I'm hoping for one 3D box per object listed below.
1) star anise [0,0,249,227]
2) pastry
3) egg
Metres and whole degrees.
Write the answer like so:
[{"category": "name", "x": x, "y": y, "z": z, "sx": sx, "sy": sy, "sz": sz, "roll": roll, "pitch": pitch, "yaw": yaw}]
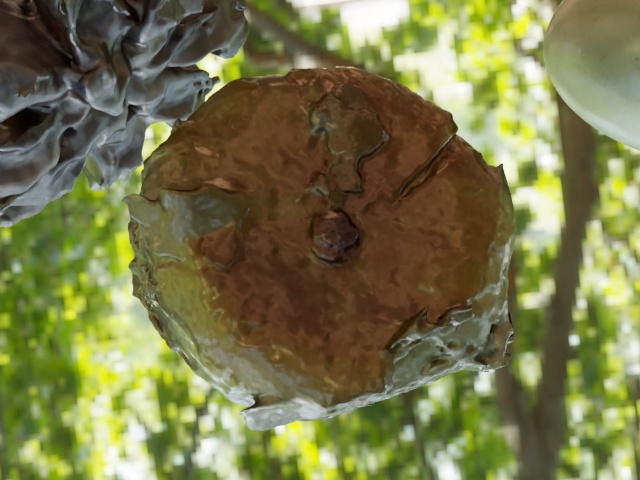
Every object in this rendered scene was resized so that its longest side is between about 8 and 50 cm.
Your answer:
[{"category": "star anise", "x": -0.168, "y": -0.121, "z": 1.323, "sx": 0.332, "sy": 0.117, "sz": 0.331, "roll": -33, "pitch": 153, "yaw": -19}, {"category": "pastry", "x": 0.004, "y": -0.004, "z": 1.232, "sx": 0.257, "sy": 0.235, "sz": 0.121, "roll": -16, "pitch": 166, "yaw": -13}, {"category": "egg", "x": 0.309, "y": -0.155, "z": 1.545, "sx": 0.254, "sy": 0.188, "sz": 0.188, "roll": -2, "pitch": -176, "yaw": 8}]
